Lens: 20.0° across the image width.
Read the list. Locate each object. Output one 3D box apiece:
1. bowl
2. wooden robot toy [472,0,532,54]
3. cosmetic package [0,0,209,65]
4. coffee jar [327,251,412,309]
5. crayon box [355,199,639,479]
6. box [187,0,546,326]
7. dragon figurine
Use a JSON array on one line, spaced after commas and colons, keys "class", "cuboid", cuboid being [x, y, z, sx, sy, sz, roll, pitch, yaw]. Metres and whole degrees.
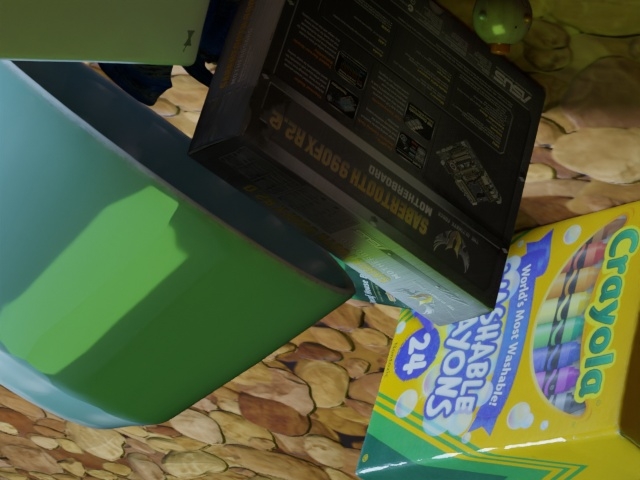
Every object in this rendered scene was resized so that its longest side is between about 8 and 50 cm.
[{"class": "bowl", "cuboid": [-0.148, 0.000, 1.115, 0.311, 0.163, 0.311, 36, -176, -3]}, {"class": "wooden robot toy", "cuboid": [0.112, -0.147, 1.060, 0.076, 0.079, 0.173, 13, -171, 38]}, {"class": "cosmetic package", "cuboid": [-0.193, -0.182, 0.921, 0.225, 0.138, 0.224, 20, -168, 21]}, {"class": "coffee jar", "cuboid": [0.000, 0.000, 1.462, 0.184, 0.079, 0.096, 8, 151, 18]}, {"class": "crayon box", "cuboid": [0.184, 0.087, 1.385, 0.083, 0.203, 0.323, 36, 146, -31]}, {"class": "box", "cuboid": [0.038, -0.078, 1.190, 0.231, 0.183, 0.056, 34, 148, -30]}, {"class": "dragon figurine", "cuboid": [-0.093, -0.138, 1.194, 0.085, 0.144, 0.289, -1, 147, 31]}]
